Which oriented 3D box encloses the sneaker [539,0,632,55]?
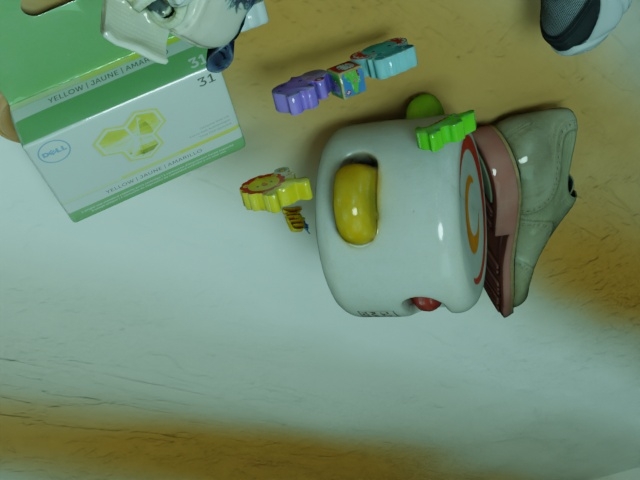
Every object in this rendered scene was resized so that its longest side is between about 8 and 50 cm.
[{"bbox_3d":[0.165,-0.247,0.768,0.153,0.101,0.269,-13,143,-10],"label":"sneaker"}]

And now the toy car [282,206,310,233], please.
[{"bbox_3d":[0.000,0.000,1.119,0.122,0.040,0.060,7,141,-38],"label":"toy car"}]

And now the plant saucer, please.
[{"bbox_3d":[-0.236,-0.108,0.838,0.083,0.013,0.083,-15,149,-9],"label":"plant saucer"}]

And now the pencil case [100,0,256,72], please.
[{"bbox_3d":[0.017,-0.276,0.532,0.410,0.183,0.160,-40,144,24],"label":"pencil case"}]

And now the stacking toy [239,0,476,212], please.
[{"bbox_3d":[0.021,-0.135,0.817,0.221,0.052,0.167,-22,118,-19],"label":"stacking toy"}]

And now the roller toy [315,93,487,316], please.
[{"bbox_3d":[0.075,-0.020,0.962,0.146,0.209,0.191,-4,122,18],"label":"roller toy"}]

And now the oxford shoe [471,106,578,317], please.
[{"bbox_3d":[0.239,-0.020,1.151,0.130,0.123,0.348,-23,151,-5],"label":"oxford shoe"}]

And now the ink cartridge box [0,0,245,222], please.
[{"bbox_3d":[-0.166,-0.125,0.796,0.171,0.056,0.235,-24,151,-6],"label":"ink cartridge box"}]
